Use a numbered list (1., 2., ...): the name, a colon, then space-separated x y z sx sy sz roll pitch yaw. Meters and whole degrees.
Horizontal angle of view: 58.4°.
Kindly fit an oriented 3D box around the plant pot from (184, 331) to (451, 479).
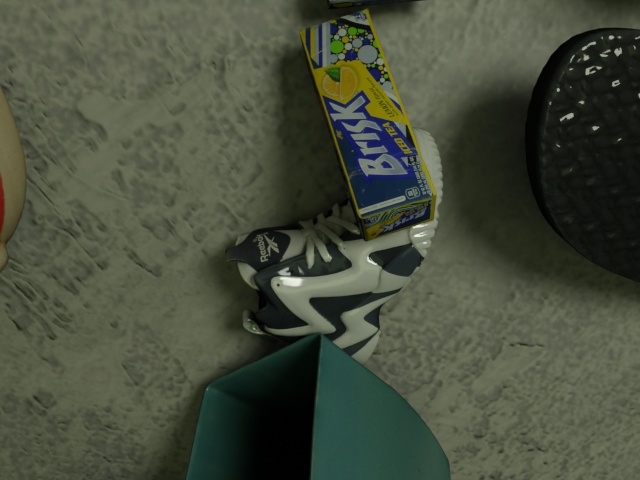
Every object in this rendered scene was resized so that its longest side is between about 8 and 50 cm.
1. plant pot: 0.016 0.233 0.541 0.165 0.166 0.234 -30 128 33

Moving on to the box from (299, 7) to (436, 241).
1. box: 0.035 -0.089 0.442 0.059 0.054 0.169 -17 69 3

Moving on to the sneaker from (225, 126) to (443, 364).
1. sneaker: 0.000 0.000 0.503 0.152 0.094 0.235 13 120 -18

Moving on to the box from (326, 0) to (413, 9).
1. box: 0.045 -0.251 0.430 0.093 0.027 0.137 -5 98 -2

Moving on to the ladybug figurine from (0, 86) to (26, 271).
1. ladybug figurine: -0.429 -0.109 0.398 0.449 0.162 0.305 38 104 -16

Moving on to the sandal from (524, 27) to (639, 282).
1. sandal: 0.328 -0.033 0.521 0.445 0.107 0.168 26 107 -26
